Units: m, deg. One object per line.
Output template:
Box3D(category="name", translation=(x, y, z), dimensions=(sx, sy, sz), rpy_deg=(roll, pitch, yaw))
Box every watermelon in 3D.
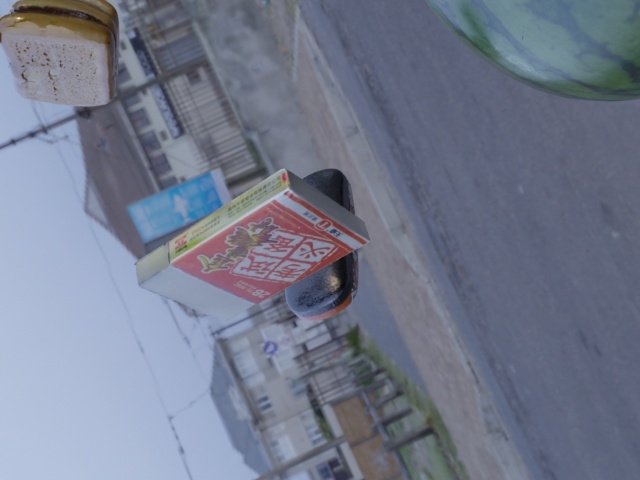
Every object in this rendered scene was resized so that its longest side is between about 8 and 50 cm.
Box3D(category="watermelon", translation=(0.237, -0.196, 0.607), dimensions=(0.331, 0.331, 0.189), rpy_deg=(87, 165, -83))

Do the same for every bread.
Box3D(category="bread", translation=(-0.281, -0.209, 0.903), dimensions=(0.200, 0.116, 0.077), rpy_deg=(137, 139, -72))

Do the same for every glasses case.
Box3D(category="glasses case", translation=(0.000, 0.000, 1.193), dimensions=(0.067, 0.103, 0.267), rpy_deg=(53, -153, -41))

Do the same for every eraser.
Box3D(category="eraser", translation=(-0.079, 0.014, 0.950), dimensions=(0.157, 0.230, 0.038), rpy_deg=(30, -143, -48))
